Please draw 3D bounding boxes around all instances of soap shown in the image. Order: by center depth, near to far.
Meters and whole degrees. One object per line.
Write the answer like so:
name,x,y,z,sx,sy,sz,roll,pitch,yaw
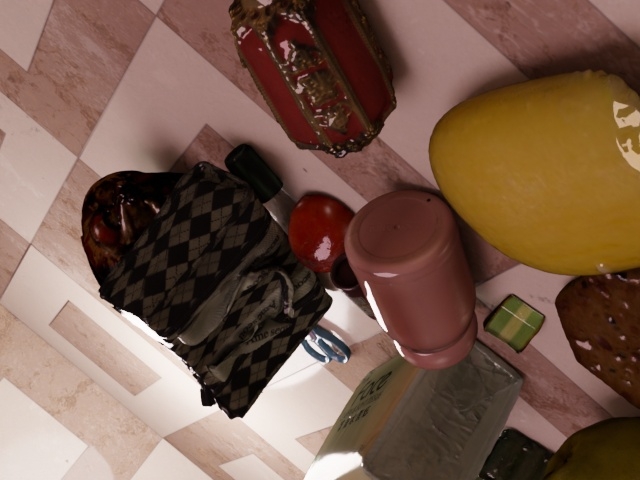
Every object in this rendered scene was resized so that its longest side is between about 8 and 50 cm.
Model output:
soap,0.311,-0.075,1.463,0.306,0.115,0.427,43,154,-20

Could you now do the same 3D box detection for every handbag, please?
handbag,-0.168,0.108,2.047,0.180,0.316,0.416,24,162,34

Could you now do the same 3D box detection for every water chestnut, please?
water chestnut,-0.316,-0.018,2.189,0.289,0.289,0.244,31,121,14

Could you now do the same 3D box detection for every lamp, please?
lamp,-0.009,-0.240,1.543,0.177,0.177,0.274,10,140,43

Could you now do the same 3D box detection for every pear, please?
pear,0.520,0.431,1.849,0.375,0.287,0.287,26,154,-5

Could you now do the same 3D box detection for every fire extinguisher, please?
fire extinguisher,0.081,0.080,2.001,0.099,0.071,0.231,48,-178,30

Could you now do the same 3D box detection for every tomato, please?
tomato,0.000,0.000,1.990,0.139,0.091,0.159,25,148,20

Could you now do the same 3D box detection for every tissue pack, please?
tissue pack,0.148,0.367,2.122,0.205,0.331,0.405,38,153,-4

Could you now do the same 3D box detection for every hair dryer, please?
hair dryer,-0.148,-0.112,2.048,0.100,0.057,0.198,49,157,-18

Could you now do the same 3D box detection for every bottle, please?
bottle,0.151,0.064,1.841,0.206,0.173,0.297,57,175,45

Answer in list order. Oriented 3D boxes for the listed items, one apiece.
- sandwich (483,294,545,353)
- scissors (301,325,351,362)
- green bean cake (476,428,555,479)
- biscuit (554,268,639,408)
sandwich,0.314,0.131,1.905,0.074,0.074,0.116,35,-174,4
scissors,-0.043,0.162,2.367,0.256,0.030,0.125,48,150,-24
green bean cake,0.405,0.501,2.254,0.241,0.132,0.255,28,152,11
biscuit,0.502,0.157,1.671,0.359,0.046,0.359,29,153,17
